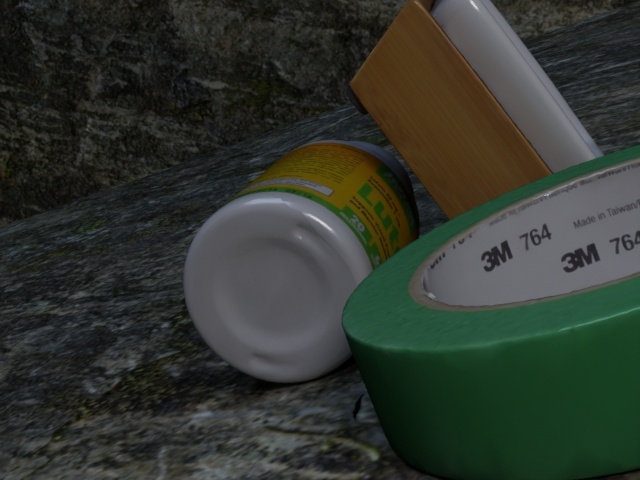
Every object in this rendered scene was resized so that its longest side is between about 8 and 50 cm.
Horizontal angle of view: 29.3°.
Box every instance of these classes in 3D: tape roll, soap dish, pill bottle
[{"bbox_3d":[0.173,0.020,0.679,0.321,0.077,0.321,-22,11,5],"label":"tape roll"},{"bbox_3d":[0.129,-0.098,0.974,0.118,0.229,0.291,-36,8,15],"label":"soap dish"},{"bbox_3d":[0.000,0.000,0.935,0.136,0.136,0.245,-18,12,21],"label":"pill bottle"}]
